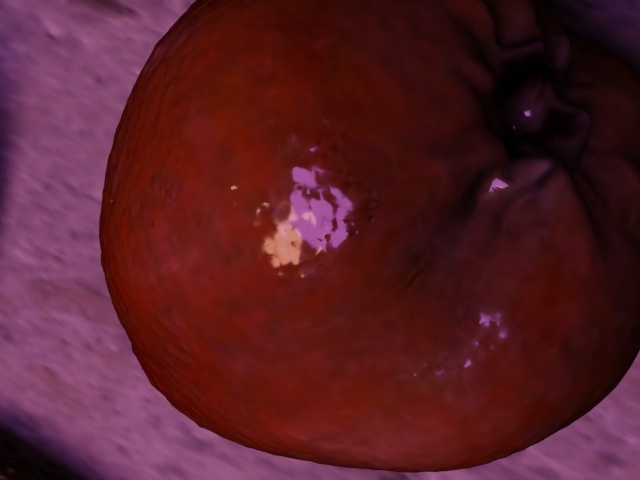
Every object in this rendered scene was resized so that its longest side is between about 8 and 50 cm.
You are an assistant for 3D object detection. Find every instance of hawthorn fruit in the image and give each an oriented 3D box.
[{"bbox_3d":[0.000,0.000,0.626,0.251,0.199,0.199,-32,94,41],"label":"hawthorn fruit"}]

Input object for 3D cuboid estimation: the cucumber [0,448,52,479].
[{"bbox_3d":[-0.149,0.151,0.782,0.359,0.096,0.096,32,116,11],"label":"cucumber"}]
